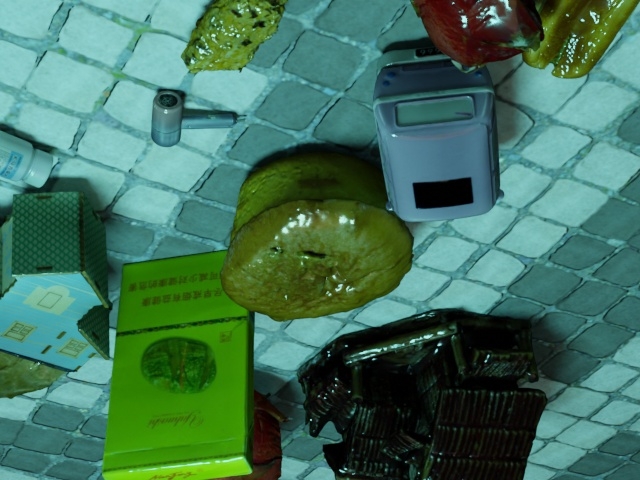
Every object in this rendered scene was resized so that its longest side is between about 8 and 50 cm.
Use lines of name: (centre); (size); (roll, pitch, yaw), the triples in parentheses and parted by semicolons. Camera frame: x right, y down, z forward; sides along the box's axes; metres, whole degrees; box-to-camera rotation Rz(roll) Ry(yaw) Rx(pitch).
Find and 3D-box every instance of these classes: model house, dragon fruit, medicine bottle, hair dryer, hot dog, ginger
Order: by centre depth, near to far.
dragon fruit: (0.144, -0.260, 1.328); (0.120, 0.127, 0.161); (-28, 137, 18)
hot dog: (0.289, -0.273, 1.358); (0.100, 0.068, 0.250); (21, 136, -8)
hair dryer: (-0.145, -0.146, 1.534); (0.114, 0.037, 0.063); (-2, 142, -13)
medicine bottle: (-0.375, -0.100, 1.563); (0.089, 0.052, 0.052); (23, 136, -29)
model house: (-0.358, 0.033, 1.635); (0.271, 0.178, 0.206); (24, 133, -31)
ginger: (-0.485, 0.122, 1.798); (0.218, 0.123, 0.270); (-20, 130, 17)
model house: (0.147, 0.274, 1.886); (0.317, 0.283, 0.297); (10, 141, -16)
dragon fruit: (-0.177, 0.322, 1.975); (0.252, 0.241, 0.241); (3, 145, 20)

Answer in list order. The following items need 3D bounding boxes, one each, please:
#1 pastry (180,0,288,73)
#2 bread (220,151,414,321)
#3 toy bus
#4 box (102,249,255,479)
pastry: (-0.094, -0.233, 1.401); (0.080, 0.056, 0.140); (6, 141, -29)
bread: (0.000, 0.000, 1.641); (0.268, 0.146, 0.268); (-3, 146, -2)
toy bus: (0.136, -0.116, 1.493); (0.141, 0.142, 0.202); (-7, 143, 6)
box: (-0.180, 0.160, 1.679); (0.186, 0.335, 0.047); (-8, 139, 7)
